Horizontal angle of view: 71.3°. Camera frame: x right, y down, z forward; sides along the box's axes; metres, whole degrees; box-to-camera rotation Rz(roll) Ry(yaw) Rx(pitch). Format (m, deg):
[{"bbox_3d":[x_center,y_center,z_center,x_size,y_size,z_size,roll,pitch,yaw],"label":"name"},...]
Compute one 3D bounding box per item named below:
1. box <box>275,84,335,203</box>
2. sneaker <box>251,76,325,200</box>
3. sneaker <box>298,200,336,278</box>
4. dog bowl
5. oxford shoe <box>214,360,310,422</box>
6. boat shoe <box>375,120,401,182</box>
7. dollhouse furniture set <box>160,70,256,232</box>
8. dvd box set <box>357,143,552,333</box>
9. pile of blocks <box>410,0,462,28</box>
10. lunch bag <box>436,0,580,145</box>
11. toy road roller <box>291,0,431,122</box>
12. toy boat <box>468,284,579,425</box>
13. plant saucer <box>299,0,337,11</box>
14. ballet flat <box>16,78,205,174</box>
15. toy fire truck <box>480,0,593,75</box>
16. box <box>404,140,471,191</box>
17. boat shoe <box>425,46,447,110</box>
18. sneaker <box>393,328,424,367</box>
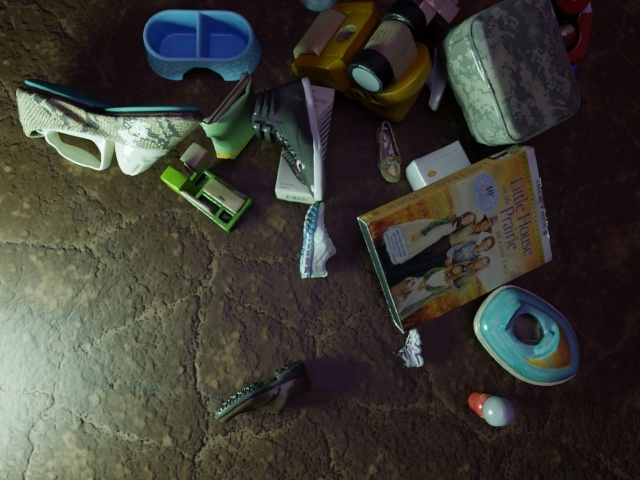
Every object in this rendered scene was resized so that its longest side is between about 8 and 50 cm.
[{"bbox_3d":[-0.037,-0.235,1.098,0.113,0.094,0.275,7,82,-1],"label":"box"},{"bbox_3d":[-0.072,-0.218,0.999,0.147,0.104,0.295,-10,76,-1],"label":"sneaker"},{"bbox_3d":[0.000,0.000,1.081,0.083,0.071,0.190,7,97,-14],"label":"sneaker"},{"bbox_3d":[-0.303,-0.501,1.131,0.297,0.074,0.165,-1,82,-3],"label":"dog bowl"},{"bbox_3d":[-0.127,0.365,1.010,0.227,0.083,0.096,-24,88,-6],"label":"oxford shoe"},{"bbox_3d":[0.174,-0.224,1.133,0.056,0.048,0.153,-6,82,-4],"label":"boat shoe"},{"bbox_3d":[-0.192,-0.195,1.030,0.151,0.197,0.301,35,81,3],"label":"dollhouse furniture set"},{"bbox_3d":[0.326,-0.001,1.037,0.420,0.062,0.307,-24,113,-7],"label":"dvd box set"},{"bbox_3d":[0.301,-0.609,1.140,0.113,0.149,0.362,36,54,-17],"label":"pile of blocks"},{"bbox_3d":[0.408,-0.382,1.039,0.213,0.256,0.305,-28,101,-6],"label":"lunch bag"},{"bbox_3d":[0.117,-0.429,1.112,0.329,0.240,0.202,26,79,38],"label":"toy road roller"},{"bbox_3d":[0.457,0.278,1.026,0.267,0.148,0.318,35,81,2],"label":"toy boat"},{"bbox_3d":[-0.006,-0.679,1.203,0.119,0.021,0.119,1,82,-4],"label":"plant saucer"},{"bbox_3d":[-0.484,-0.249,1.027,0.483,0.164,0.182,13,107,14],"label":"ballet flat"},{"bbox_3d":[0.568,-0.522,1.164,0.302,0.169,0.253,-22,107,-6],"label":"toy fire truck"},{"bbox_3d":[0.310,-0.136,1.107,0.130,0.091,0.170,-25,84,-6],"label":"box"},{"bbox_3d":[0.302,-0.427,1.167,0.063,0.066,0.184,14,83,13],"label":"boat shoe"},{"bbox_3d":[0.206,0.257,1.068,0.069,0.038,0.098,-8,82,-6],"label":"sneaker"}]
